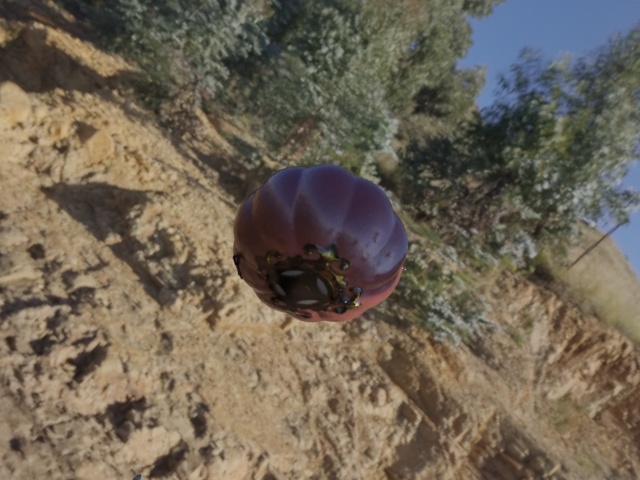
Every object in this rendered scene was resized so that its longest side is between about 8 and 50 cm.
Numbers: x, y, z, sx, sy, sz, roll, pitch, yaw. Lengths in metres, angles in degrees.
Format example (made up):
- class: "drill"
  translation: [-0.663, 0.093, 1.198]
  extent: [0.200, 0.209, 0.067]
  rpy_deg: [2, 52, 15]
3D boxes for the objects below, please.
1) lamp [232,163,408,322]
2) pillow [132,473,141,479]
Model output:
- class: "lamp"
  translation: [0.000, 0.000, 0.619]
  extent: [0.182, 0.182, 0.140]
  rpy_deg: [45, 38, -27]
- class: "pillow"
  translation: [-0.176, 0.344, 0.619]
  extent: [0.255, 0.059, 0.169]
  rpy_deg: [119, -37, -56]
